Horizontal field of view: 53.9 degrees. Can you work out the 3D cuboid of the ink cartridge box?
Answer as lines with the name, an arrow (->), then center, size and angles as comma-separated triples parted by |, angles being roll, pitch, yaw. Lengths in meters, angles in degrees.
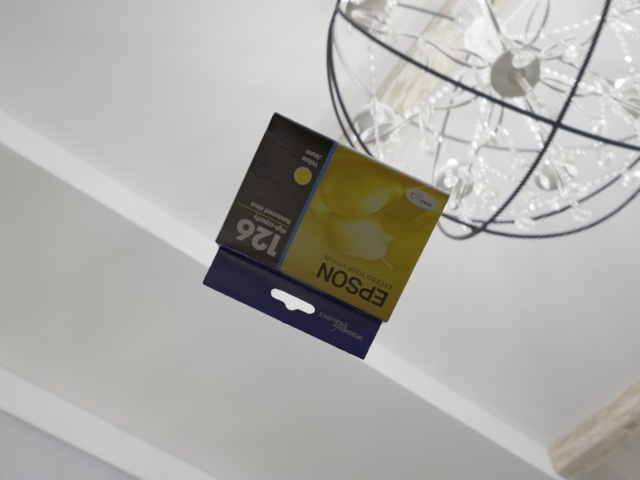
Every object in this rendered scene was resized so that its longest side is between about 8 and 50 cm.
ink cartridge box -> 0.000, 0.000, 0.996 | 0.303, 0.072, 0.307 | 25, -85, 1
